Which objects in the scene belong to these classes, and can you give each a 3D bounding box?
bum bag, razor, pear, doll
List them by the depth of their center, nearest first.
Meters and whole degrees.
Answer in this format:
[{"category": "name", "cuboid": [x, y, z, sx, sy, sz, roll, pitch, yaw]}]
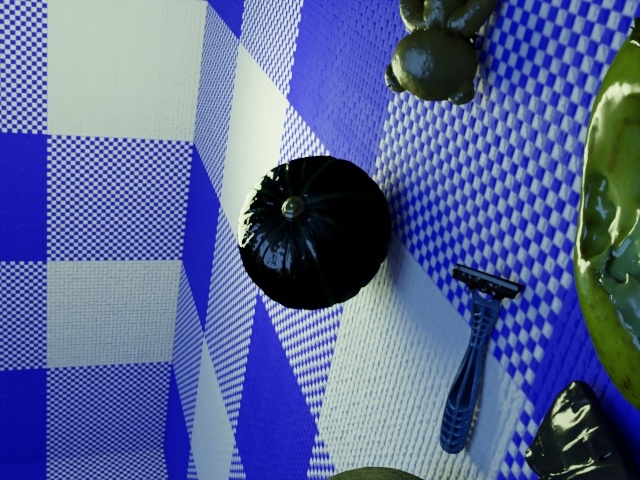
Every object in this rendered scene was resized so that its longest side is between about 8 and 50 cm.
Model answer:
[{"category": "pear", "cuboid": [0.259, -0.007, 0.520, 0.238, 0.164, 0.255, -119, 33, -49]}, {"category": "bum bag", "cuboid": [0.260, 0.242, 0.657, 0.248, 0.060, 0.123, -114, 32, -51]}, {"category": "razor", "cuboid": [0.182, 0.151, 0.897, 0.082, 0.042, 0.253, 18, 114, 26]}, {"category": "doll", "cuboid": [0.161, -0.271, 0.920, 0.137, 0.097, 0.209, 17, 90, 37]}]

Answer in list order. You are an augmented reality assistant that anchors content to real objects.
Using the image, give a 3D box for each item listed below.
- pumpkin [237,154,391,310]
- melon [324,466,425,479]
[{"category": "pumpkin", "cuboid": [0.000, 0.000, 1.174, 0.248, 0.248, 0.248, 180, 90, -70]}, {"category": "melon", "cuboid": [0.084, 0.423, 0.875, 0.329, 0.249, 0.248, -124, 39, -52]}]
